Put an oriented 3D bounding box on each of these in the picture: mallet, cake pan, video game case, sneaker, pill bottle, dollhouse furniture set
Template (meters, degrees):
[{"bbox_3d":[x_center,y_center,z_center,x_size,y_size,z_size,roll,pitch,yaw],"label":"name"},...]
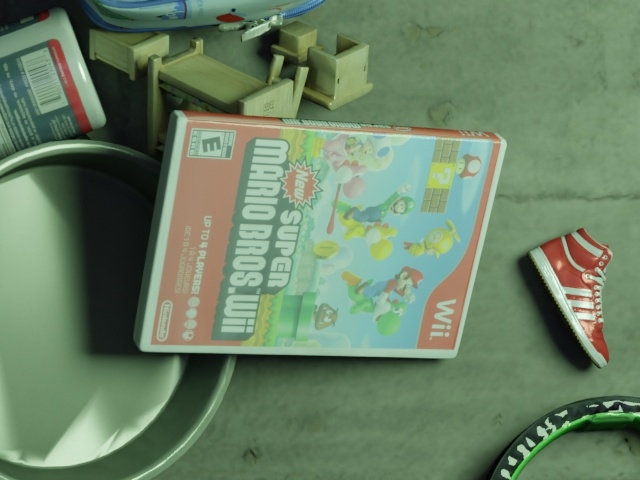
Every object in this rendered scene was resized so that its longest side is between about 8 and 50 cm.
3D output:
[{"bbox_3d":[-0.261,-0.023,1.640,0.189,0.039,0.062,-28,97,0],"label":"mallet"},{"bbox_3d":[-0.204,0.065,1.580,0.293,0.054,0.293,-1,92,-31],"label":"cake pan"},{"bbox_3d":[0.000,0.000,1.584,0.285,0.025,0.204,2,113,-22],"label":"video game case"},{"bbox_3d":[0.234,0.047,1.669,0.067,0.042,0.118,-29,89,0],"label":"sneaker"},{"bbox_3d":[-0.278,-0.115,1.602,0.180,0.108,0.108,-20,91,-4],"label":"pill bottle"},{"bbox_3d":[-0.076,-0.129,1.651,0.182,0.161,0.101,28,129,33],"label":"dollhouse furniture set"}]

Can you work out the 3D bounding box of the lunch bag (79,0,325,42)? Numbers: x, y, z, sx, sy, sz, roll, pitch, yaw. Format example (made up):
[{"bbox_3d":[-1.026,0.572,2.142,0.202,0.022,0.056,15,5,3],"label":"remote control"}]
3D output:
[{"bbox_3d":[-0.098,-0.315,1.603,0.243,0.115,0.303,-8,82,-6],"label":"lunch bag"}]

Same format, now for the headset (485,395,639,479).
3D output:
[{"bbox_3d":[0.256,0.323,1.598,0.243,0.185,0.394,-3,79,-4],"label":"headset"}]
